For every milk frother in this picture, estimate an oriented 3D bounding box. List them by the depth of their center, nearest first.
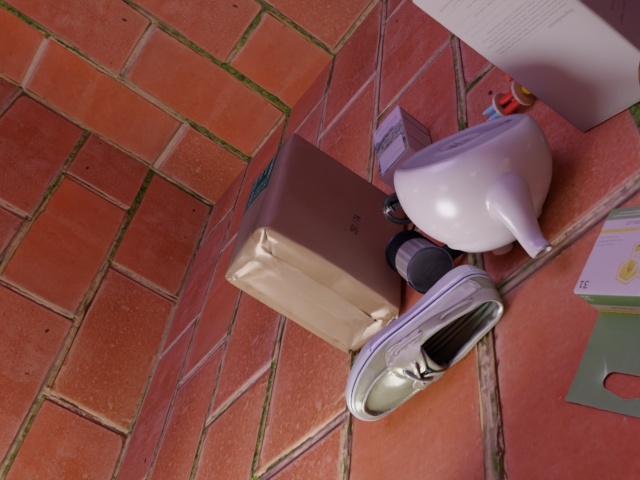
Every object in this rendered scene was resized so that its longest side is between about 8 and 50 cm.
[{"bbox_3d":[0.161,0.000,1.281,0.129,0.143,0.135,-50,16,2],"label":"milk frother"}]

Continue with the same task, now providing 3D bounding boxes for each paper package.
[{"bbox_3d":[0.000,0.000,1.440,0.168,0.309,0.325,-45,21,34],"label":"paper package"}]

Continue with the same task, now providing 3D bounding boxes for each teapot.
[{"bbox_3d":[0.244,-0.066,1.134,0.252,0.187,0.256,-15,16,39],"label":"teapot"}]

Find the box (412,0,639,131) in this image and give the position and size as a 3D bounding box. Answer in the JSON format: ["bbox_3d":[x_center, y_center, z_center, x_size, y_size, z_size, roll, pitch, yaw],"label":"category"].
[{"bbox_3d":[0.336,-0.359,1.079,0.168,0.345,0.215,-34,30,53],"label":"box"}]

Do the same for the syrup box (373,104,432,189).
[{"bbox_3d":[0.183,-0.193,1.620,0.093,0.096,0.237,-48,20,24],"label":"syrup box"}]

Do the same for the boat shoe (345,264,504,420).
[{"bbox_3d":[0.148,0.164,1.112,0.302,0.109,0.094,-51,21,13],"label":"boat shoe"}]

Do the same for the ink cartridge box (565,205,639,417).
[{"bbox_3d":[0.351,0.070,0.812,0.235,0.056,0.171,-60,18,-14],"label":"ink cartridge box"}]

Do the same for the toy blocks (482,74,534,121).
[{"bbox_3d":[0.362,-0.287,1.369,0.148,0.054,0.123,-34,30,53],"label":"toy blocks"}]

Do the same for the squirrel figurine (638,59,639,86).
[{"bbox_3d":[0.477,-0.257,0.684,0.397,0.281,0.371,-48,27,36],"label":"squirrel figurine"}]
